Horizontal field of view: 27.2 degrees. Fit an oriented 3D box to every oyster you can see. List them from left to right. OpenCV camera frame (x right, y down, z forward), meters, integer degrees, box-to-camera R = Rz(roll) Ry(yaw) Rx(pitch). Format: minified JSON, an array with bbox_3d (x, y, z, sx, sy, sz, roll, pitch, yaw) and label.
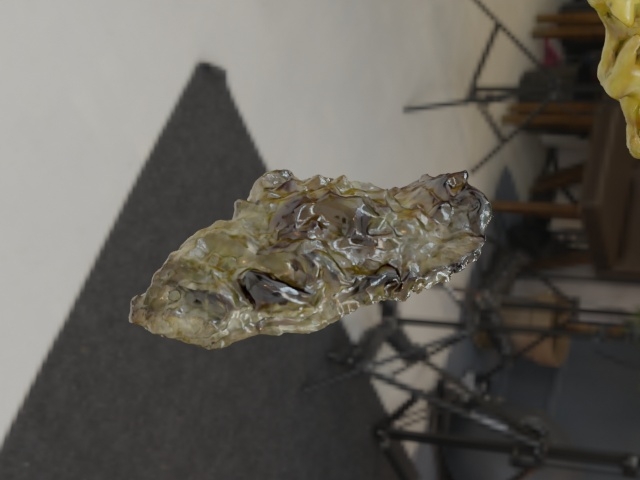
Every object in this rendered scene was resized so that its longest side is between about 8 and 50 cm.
[{"bbox_3d":[-0.006,0.004,0.620,0.105,0.177,0.056,-121,-167,-58],"label":"oyster"}]

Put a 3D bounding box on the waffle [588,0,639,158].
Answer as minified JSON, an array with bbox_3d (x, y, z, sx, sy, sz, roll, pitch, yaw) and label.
[{"bbox_3d":[0.286,-0.140,0.779,0.060,0.262,0.280,-38,117,-54],"label":"waffle"}]
